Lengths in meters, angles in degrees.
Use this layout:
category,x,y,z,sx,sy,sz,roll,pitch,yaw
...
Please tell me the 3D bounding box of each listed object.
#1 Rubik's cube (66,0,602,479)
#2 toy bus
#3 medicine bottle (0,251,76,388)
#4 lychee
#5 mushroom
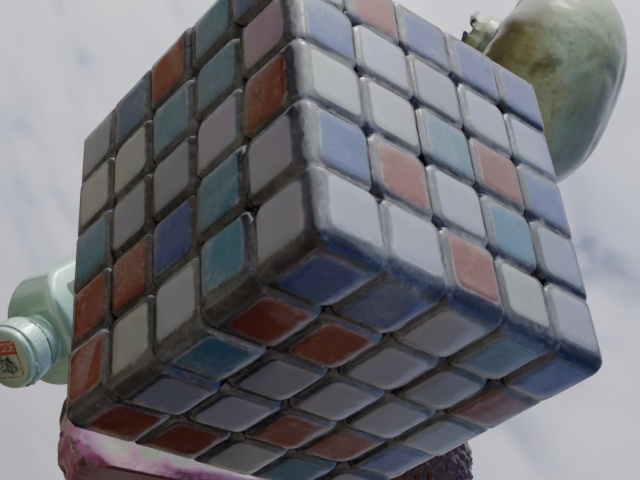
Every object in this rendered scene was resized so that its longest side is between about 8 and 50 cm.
category,x,y,z,sx,sy,sz,roll,pitch,yaw
Rubik's cube,0.000,0.000,0.888,0.292,0.293,0.287,-36,-135,34
toy bus,-0.212,0.295,1.572,0.147,0.302,0.128,-93,-160,-47
medicine bottle,-0.251,0.080,1.182,0.083,0.229,0.121,-13,-78,29
lychee,0.124,0.317,1.601,0.188,0.188,0.188,45,-30,35
mushroom,0.326,-0.243,1.757,0.260,0.352,0.352,25,-36,12
